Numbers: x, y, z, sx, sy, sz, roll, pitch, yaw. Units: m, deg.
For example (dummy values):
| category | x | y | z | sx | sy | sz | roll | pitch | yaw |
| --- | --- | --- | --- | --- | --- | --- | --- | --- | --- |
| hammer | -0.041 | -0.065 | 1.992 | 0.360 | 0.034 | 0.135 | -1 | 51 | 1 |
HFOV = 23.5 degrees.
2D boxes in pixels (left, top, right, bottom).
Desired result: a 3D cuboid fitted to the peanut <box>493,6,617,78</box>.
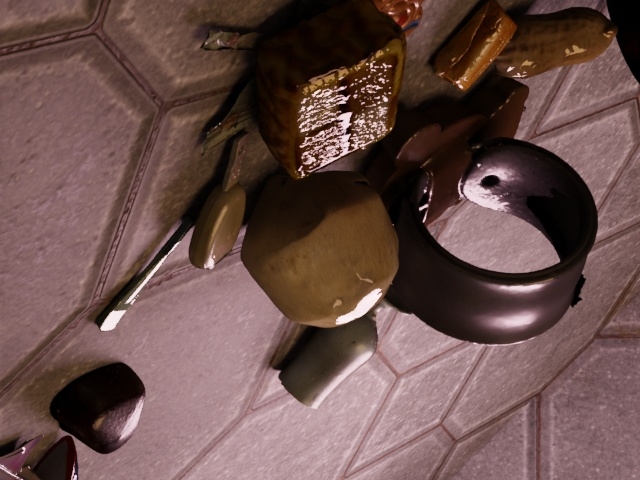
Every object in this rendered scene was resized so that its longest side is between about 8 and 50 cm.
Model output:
| category | x | y | z | sx | sy | sz | roll | pitch | yaw |
| --- | --- | --- | --- | --- | --- | --- | --- | --- | --- |
| peanut | 0.331 | -0.289 | 2.215 | 0.214 | 0.099 | 0.099 | -17 | 148 | -20 |

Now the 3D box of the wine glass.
| category | x | y | z | sx | sy | sz | roll | pitch | yaw |
| --- | --- | --- | --- | --- | --- | --- | --- | --- | --- |
| wine glass | 0.037 | 0.165 | 2.489 | 0.231 | 0.103 | 0.103 | -48 | 157 | 14 |

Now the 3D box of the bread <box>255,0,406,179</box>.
| category | x | y | z | sx | sy | sz | roll | pitch | yaw |
| --- | --- | --- | --- | --- | --- | --- | --- | --- | --- |
| bread | 0.014 | -0.179 | 1.829 | 0.181 | 0.096 | 0.222 | -25 | 154 | -15 |

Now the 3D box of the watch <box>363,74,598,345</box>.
| category | x | y | z | sx | sy | sz | roll | pitch | yaw |
| --- | --- | --- | --- | --- | --- | --- | --- | --- | --- |
| watch | 0.252 | -0.033 | 2.231 | 0.335 | 0.327 | 0.314 | -32 | 154 | -30 |

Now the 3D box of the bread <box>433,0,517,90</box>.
| category | x | y | z | sx | sy | sz | roll | pitch | yaw |
| --- | --- | --- | --- | --- | --- | --- | --- | --- | --- |
| bread | 0.214 | -0.269 | 2.129 | 0.132 | 0.053 | 0.074 | -50 | 159 | 9 |

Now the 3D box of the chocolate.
| category | x | y | z | sx | sy | sz | roll | pitch | yaw |
| --- | --- | --- | --- | --- | --- | --- | --- | --- | --- |
| chocolate | -0.288 | 0.237 | 2.097 | 0.125 | 0.080 | 0.148 | -38 | 155 | -14 |

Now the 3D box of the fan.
| category | x | y | z | sx | sy | sz | roll | pitch | yaw |
| --- | --- | --- | --- | --- | --- | --- | --- | --- | --- |
| fan | -0.222 | 0.042 | 1.967 | 0.193 | 0.016 | 0.038 | -49 | 159 | 12 |

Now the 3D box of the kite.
| category | x | y | z | sx | sy | sz | roll | pitch | yaw |
| --- | --- | --- | --- | --- | --- | --- | --- | --- | --- |
| kite | -0.044 | -0.233 | 1.807 | 0.335 | 0.011 | 0.314 | -56 | 157 | 18 |

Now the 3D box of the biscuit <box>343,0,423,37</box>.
| category | x | y | z | sx | sy | sz | roll | pitch | yaw |
| --- | --- | --- | --- | --- | --- | --- | --- | --- | --- |
| biscuit | 0.083 | -0.291 | 1.894 | 0.183 | 0.043 | 0.280 | -29 | 154 | -47 |

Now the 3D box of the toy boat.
| category | x | y | z | sx | sy | sz | roll | pitch | yaw |
| --- | --- | --- | --- | --- | --- | --- | --- | --- | --- |
| toy boat | -0.430 | 0.359 | 2.038 | 0.318 | 0.072 | 0.219 | 8 | 102 | -63 |

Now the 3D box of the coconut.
| category | x | y | z | sx | sy | sz | roll | pitch | yaw |
| --- | --- | --- | --- | --- | --- | --- | --- | --- | --- |
| coconut | 0.000 | 0.000 | 2.058 | 0.224 | 0.224 | 0.224 | -36 | 155 | -20 |

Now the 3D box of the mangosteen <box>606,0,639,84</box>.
| category | x | y | z | sx | sy | sz | roll | pitch | yaw |
| --- | --- | --- | --- | --- | --- | --- | --- | --- | --- |
| mangosteen | 0.631 | -0.378 | 2.261 | 0.435 | 0.382 | 0.382 | -45 | 158 | -22 |

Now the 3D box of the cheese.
| category | x | y | z | sx | sy | sz | roll | pitch | yaw |
| --- | --- | --- | --- | --- | --- | --- | --- | --- | --- |
| cheese | -0.118 | -0.055 | 1.939 | 0.097 | 0.037 | 0.192 | -44 | 158 | -53 |
